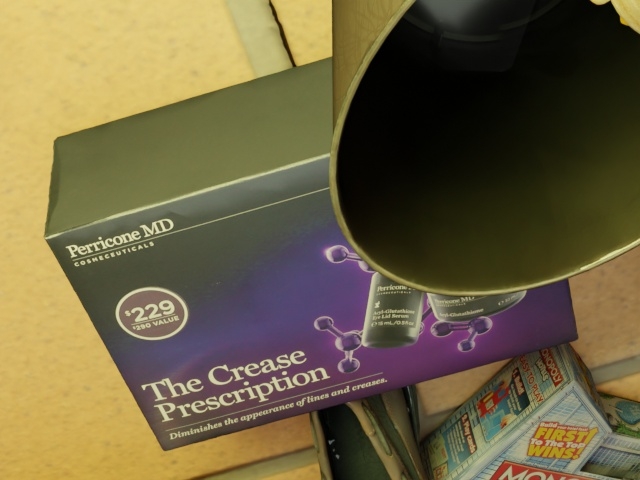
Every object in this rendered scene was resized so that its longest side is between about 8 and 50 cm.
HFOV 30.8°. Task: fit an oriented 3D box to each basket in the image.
[{"bbox_3d":[0.079,-0.119,0.504,0.154,0.227,0.204,34,116,-30],"label":"basket"}]

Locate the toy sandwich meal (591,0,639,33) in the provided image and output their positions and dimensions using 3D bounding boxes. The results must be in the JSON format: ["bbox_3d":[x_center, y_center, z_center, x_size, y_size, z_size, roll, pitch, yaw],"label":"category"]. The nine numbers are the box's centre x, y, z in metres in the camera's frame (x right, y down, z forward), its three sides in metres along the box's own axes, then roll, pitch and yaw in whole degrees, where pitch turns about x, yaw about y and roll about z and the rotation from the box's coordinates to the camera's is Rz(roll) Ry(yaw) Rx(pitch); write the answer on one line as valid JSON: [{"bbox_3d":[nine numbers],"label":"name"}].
[{"bbox_3d":[0.117,-0.099,0.362,0.086,0.029,0.085,-8,122,-13],"label":"toy sandwich meal"}]

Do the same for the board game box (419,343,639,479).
[{"bbox_3d":[0.170,0.158,0.851,0.194,0.060,0.194,15,126,-19],"label":"board game box"}]

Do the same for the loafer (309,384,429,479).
[{"bbox_3d":[0.039,0.190,0.788,0.096,0.084,0.267,-10,109,19],"label":"loafer"}]

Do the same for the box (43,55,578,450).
[{"bbox_3d":[0.000,0.000,0.673,0.261,0.103,0.184,-16,127,5],"label":"box"}]
